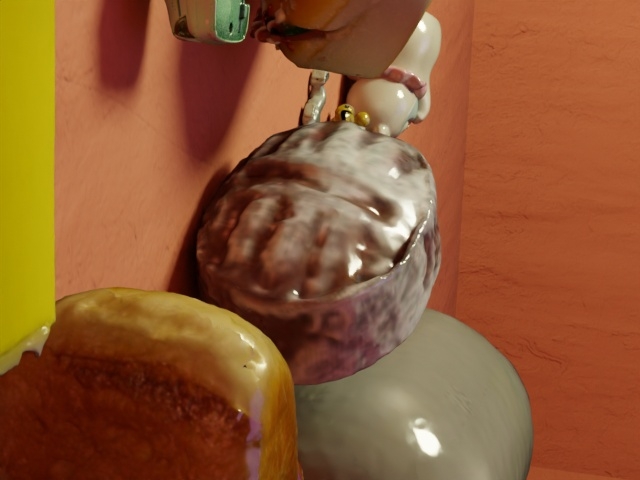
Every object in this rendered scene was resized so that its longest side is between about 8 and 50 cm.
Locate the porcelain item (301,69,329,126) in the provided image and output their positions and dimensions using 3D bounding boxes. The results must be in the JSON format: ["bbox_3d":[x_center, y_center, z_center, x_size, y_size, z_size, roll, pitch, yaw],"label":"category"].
[{"bbox_3d":[-0.008,-0.136,1.526,0.075,0.021,0.136,78,21,-56],"label":"porcelain item"}]

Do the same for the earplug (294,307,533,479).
[{"bbox_3d":[0.053,0.258,1.311,0.394,0.313,0.312,-40,135,-73],"label":"earplug"}]

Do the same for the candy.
[{"bbox_3d":[0.000,0.000,1.162,0.289,0.214,0.157,-65,157,-49],"label":"candy"}]

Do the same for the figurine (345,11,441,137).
[{"bbox_3d":[0.090,-0.200,1.748,0.155,0.127,0.235,78,25,-84],"label":"figurine"}]

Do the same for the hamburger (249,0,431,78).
[{"bbox_3d":[0.030,-0.289,1.184,0.227,0.151,0.295,-49,-158,42],"label":"hamburger"}]

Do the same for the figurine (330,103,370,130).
[{"bbox_3d":[0.029,-0.130,1.608,0.101,0.068,0.143,121,-16,-54],"label":"figurine"}]

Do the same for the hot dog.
[{"bbox_3d":[-0.109,0.232,0.824,0.223,0.185,0.405,6,90,-77],"label":"hot dog"}]

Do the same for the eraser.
[{"bbox_3d":[-0.185,-0.039,0.611,0.158,0.069,0.226,-53,147,-73],"label":"eraser"}]

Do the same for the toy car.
[{"bbox_3d":[-0.092,-0.257,0.934,0.090,0.076,0.224,-23,110,-75],"label":"toy car"}]
